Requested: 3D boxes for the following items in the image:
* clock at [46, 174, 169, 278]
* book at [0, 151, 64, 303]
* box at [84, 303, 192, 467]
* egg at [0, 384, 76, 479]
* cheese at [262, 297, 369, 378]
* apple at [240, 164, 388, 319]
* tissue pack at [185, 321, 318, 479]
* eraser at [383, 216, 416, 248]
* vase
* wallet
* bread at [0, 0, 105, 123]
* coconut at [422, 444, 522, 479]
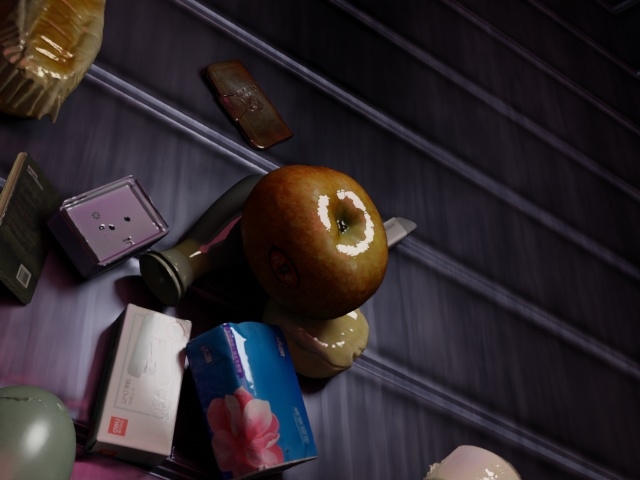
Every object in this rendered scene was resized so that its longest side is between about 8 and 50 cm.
[{"bbox_3d":[-0.407,-0.030,1.385,0.144,0.073,0.193,56,38,0],"label":"clock"},{"bbox_3d":[-0.528,-0.023,1.286,0.024,0.160,0.228,-3,54,10],"label":"book"},{"bbox_3d":[-0.318,0.258,1.285,0.135,0.079,0.269,21,52,-22],"label":"box"},{"bbox_3d":[-0.472,0.342,1.043,0.203,0.203,0.282,32,52,-13],"label":"egg"},{"bbox_3d":[-0.006,0.176,1.529,0.226,0.117,0.214,42,41,2],"label":"cheese"},{"bbox_3d":[0.000,0.000,1.391,0.277,0.250,0.309,-50,122,-23],"label":"apple"},{"bbox_3d":[-0.118,0.292,1.324,0.209,0.137,0.269,21,45,-59],"label":"tissue pack"},{"bbox_3d":[0.104,0.026,1.713,0.352,0.089,0.061,-30,79,-43],"label":"eraser"},{"bbox_3d":[-0.208,0.004,1.472,0.173,0.173,0.321,50,51,3],"label":"vase"},{"bbox_3d":[-0.182,-0.339,1.789,0.137,0.031,0.255,-29,80,-42],"label":"wallet"},{"bbox_3d":[-0.591,-0.425,1.489,0.236,0.183,0.388,37,39,-30],"label":"bread"},{"bbox_3d":[0.319,0.530,1.464,0.224,0.224,0.234,49,49,2],"label":"coconut"}]
